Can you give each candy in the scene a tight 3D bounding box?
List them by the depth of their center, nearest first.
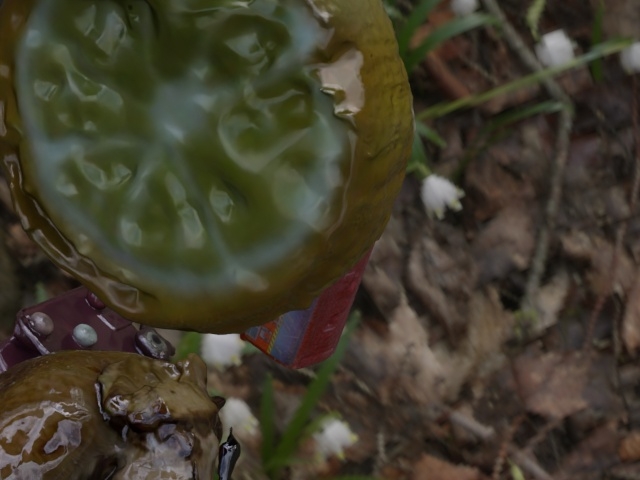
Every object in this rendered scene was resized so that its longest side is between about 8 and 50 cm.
[{"bbox_3d":[-0.071,-0.072,0.947,0.260,0.259,0.118,11,22,26],"label":"candy"}]

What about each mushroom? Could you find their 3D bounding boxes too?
[{"bbox_3d":[-0.190,0.184,1.281,0.283,0.263,0.195,-30,66,22],"label":"mushroom"}]

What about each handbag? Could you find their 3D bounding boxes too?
[{"bbox_3d":[-0.221,0.142,1.738,0.203,0.216,0.074,45,113,8],"label":"handbag"}]

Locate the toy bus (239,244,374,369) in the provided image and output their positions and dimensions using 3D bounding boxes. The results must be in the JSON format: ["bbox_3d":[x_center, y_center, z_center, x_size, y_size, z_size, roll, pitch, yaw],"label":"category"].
[{"bbox_3d":[0.000,0.000,1.205,0.077,0.065,0.192,34,120,27],"label":"toy bus"}]
